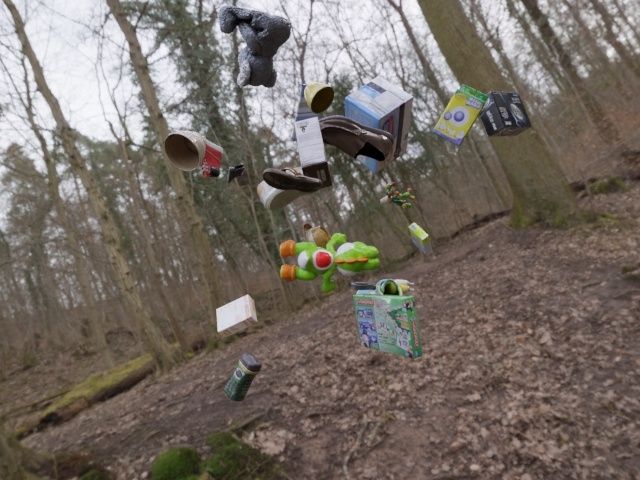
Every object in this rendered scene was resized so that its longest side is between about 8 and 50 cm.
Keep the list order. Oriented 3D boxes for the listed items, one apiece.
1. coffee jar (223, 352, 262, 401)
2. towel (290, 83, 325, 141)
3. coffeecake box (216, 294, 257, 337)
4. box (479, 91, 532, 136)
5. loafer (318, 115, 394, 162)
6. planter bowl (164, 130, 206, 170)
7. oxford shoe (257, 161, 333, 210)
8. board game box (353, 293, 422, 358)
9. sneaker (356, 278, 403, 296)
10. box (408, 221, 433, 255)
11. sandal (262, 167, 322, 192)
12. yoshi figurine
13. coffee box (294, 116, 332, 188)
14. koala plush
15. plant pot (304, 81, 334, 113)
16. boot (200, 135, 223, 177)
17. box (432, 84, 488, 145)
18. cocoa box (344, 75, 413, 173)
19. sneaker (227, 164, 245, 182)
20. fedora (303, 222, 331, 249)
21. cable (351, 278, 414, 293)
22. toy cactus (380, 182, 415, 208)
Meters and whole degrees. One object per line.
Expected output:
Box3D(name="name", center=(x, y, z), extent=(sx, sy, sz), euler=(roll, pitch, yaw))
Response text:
Box3D(name="coffee jar", center=(-0.322, 0.568, 1.689), extent=(0.079, 0.096, 0.184), euler=(23, -81, -52))
Box3D(name="towel", center=(-0.065, -0.640, 2.029), extent=(0.209, 0.034, 0.285), euler=(-32, -37, -52))
Box3D(name="coffeecake box", center=(-0.417, 0.375, 2.011), extent=(0.185, 0.142, 0.068), euler=(-26, -45, 6))
Box3D(name="box", center=(0.695, -0.478, 1.536), extent=(0.180, 0.147, 0.077), euler=(-9, -12, -31))
Box3D(name="loafer", center=(0.140, -0.425, 1.720), extent=(0.366, 0.130, 0.134), euler=(9, -27, -8))
Box3D(name="planter bowl", center=(-0.538, -0.382, 1.657), extent=(0.162, 0.162, 0.109), euler=(-37, 16, 39))
Box3D(name="oxford shoe", center=(-0.108, -0.274, 1.837), extent=(0.449, 0.130, 0.169), euler=(-31, -29, -38))
Box3D(name="board game box", center=(0.245, 0.314, 1.536), extent=(0.046, 0.214, 0.317), euler=(-7, -1, -30))
Box3D(name="sneaker", center=(0.262, 0.231, 1.769), extent=(0.127, 0.208, 0.319), euler=(-20, 29, -24))
Box3D(name="box", center=(0.486, 0.001, 1.952), extent=(0.042, 0.109, 0.178), euler=(-37, -39, -3))
Box3D(name="sandal", center=(-0.090, -0.206, 1.320), extent=(0.219, 0.060, 0.090), euler=(3, -22, -31))
Box3D(name="yoshi figurine", center=(0.042, 0.074, 1.514), extent=(0.362, 0.203, 0.204), euler=(-2, -51, 13))
Box3D(name="coffee box", center=(-0.029, -0.331, 1.550), extent=(0.098, 0.246, 0.141), euler=(-12, -33, 3))
Box3D(name="koala plush", center=(-0.198, -0.591, 1.273), extent=(0.196, 0.203, 0.221), euler=(-27, -46, -57))
Box3D(name="plant pot", center=(-0.019, -0.650, 1.809), extent=(0.134, 0.095, 0.134), euler=(-34, -26, -19))
Box3D(name="boot", center=(-0.586, -0.403, 1.959), extent=(0.088, 0.176, 0.244), euler=(-12, -23, 40))
Box3D(name="box", center=(0.466, -0.418, 1.345), extent=(0.179, 0.105, 0.043), euler=(-62, -14, 15))
Box3D(name="cocoa box", center=(0.273, -0.551, 1.956), extent=(0.228, 0.231, 0.347), euler=(-38, -29, -19))
Box3D(name="sneaker", center=(-0.511, -0.400, 2.444), extent=(0.089, 0.051, 0.170), euler=(-4, -25, -21))
Box3D(name="fedora", center=(0.000, 0.000, 1.765), extent=(0.079, 0.194, 0.194), euler=(-28, -12, 18))
Box3D(name="cable", center=(0.278, 0.194, 1.849), extent=(0.287, 0.072, 0.139), euler=(9, 13, -7))
Box3D(name="toy cactus", center=(0.418, -0.250, 2.283), extent=(0.219, 0.112, 0.180), euler=(27, -28, -38))
